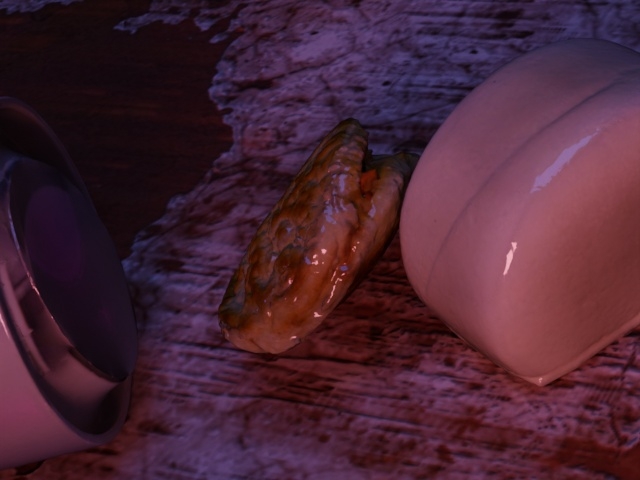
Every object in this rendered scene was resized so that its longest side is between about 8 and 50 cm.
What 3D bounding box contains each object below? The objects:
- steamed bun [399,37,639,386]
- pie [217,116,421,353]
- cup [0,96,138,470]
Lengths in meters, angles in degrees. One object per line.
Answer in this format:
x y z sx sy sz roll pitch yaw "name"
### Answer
0.172 -0.034 1.325 0.242 0.164 0.146 -35 39 -17 "steamed bun"
0.000 0.000 1.391 0.179 0.084 0.205 -55 4 10 "pie"
-0.332 0.061 1.393 0.372 0.253 0.253 -15 36 12 "cup"
